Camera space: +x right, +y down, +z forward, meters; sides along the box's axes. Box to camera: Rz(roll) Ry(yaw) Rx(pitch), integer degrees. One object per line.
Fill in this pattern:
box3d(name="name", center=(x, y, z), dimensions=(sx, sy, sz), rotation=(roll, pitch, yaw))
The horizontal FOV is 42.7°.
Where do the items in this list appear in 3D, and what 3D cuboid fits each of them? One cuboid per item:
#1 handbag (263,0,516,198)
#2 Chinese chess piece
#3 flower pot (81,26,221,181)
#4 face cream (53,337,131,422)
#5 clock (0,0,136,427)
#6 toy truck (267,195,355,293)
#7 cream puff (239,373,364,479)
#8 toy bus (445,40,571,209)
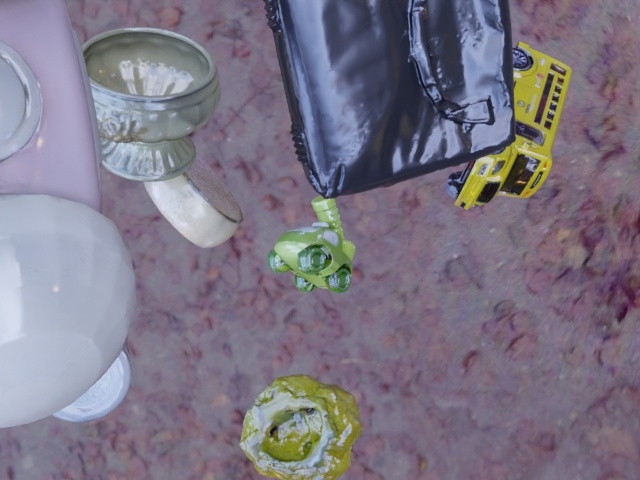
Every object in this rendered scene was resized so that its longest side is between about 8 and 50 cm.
box3d(name="handbag", center=(0.074, -0.191, 0.813), dimensions=(0.244, 0.088, 0.275), rotation=(-16, 114, -8))
box3d(name="Chinese chess piece", center=(-0.303, -0.109, 1.953), dimensions=(0.112, 0.270, 0.270), rotation=(-38, 81, 9))
box3d(name="flower pot", center=(-0.365, -0.273, 1.712), dimensions=(0.307, 0.307, 0.244), rotation=(27, 135, 19))
box3d(name="face cream", center=(-0.277, 0.124, 0.961), dimensions=(0.101, 0.252, 0.101), rotation=(-2, 99, -15))
box3d(name="clock", center=(-0.239, -0.069, 0.515), dimensions=(0.326, 0.184, 0.342), rotation=(0, 106, 57))
box3d(name="toy truck", center=(0.003, 0.021, 1.857), dimensions=(0.148, 0.210, 0.187), rotation=(-3, 131, 45))
box3d(name="cream puff", center=(-0.044, 0.433, 1.809), dimensions=(0.282, 0.185, 0.281), rotation=(1, 107, 4))
box3d(name="toy bus", center=(0.336, -0.191, 1.431), dimensions=(0.151, 0.331, 0.145), rotation=(23, 144, 3))
